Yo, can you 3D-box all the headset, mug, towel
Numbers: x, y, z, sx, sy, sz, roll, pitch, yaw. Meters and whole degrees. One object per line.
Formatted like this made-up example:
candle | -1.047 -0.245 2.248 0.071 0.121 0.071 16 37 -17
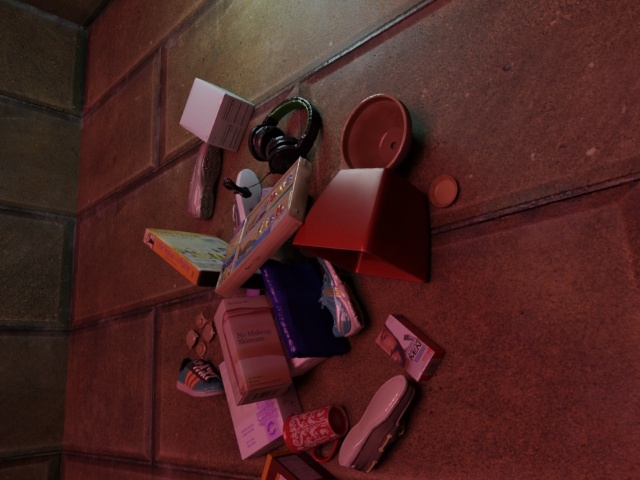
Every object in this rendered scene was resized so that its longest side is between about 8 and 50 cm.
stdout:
headset | -0.169 -0.316 1.813 0.243 0.185 0.394 39 99 43
mug | 0.001 0.548 1.547 0.169 0.150 0.113 -31 24 33
towel | -0.056 0.202 1.563 0.076 0.228 0.308 -43 55 32

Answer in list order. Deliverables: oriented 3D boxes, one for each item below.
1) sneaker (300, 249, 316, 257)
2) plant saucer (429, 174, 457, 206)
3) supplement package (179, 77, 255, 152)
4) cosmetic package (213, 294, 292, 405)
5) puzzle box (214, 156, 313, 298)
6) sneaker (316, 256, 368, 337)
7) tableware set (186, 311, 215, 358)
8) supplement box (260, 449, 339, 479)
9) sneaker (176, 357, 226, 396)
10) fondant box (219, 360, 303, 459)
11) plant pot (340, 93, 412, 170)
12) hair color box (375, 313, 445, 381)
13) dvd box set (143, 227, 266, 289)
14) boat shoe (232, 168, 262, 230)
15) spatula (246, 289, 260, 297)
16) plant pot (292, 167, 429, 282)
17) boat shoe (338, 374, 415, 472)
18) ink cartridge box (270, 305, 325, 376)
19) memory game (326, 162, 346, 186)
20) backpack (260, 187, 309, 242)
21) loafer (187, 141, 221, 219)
sneaker | 0.000 0.000 1.683 0.158 0.061 0.065 -31 34 37
plant saucer | 0.322 -0.127 1.392 0.083 0.015 0.083 -12 74 45
supplement package | -0.415 -0.500 2.132 0.262 0.145 0.204 36 108 43
cosmetic package | -0.208 0.326 1.620 0.129 0.153 0.296 -59 45 47
puzzle box | -0.169 -0.036 1.598 0.409 0.052 0.272 -43 25 36
sneaker | 0.036 0.149 1.550 0.110 0.107 0.275 -32 59 19
tableware set | -0.471 0.373 2.107 0.141 0.020 0.168 43 112 39
supplement box | -0.071 0.740 1.543 0.194 0.129 0.191 22 98 46
sneaker | -0.445 0.504 1.990 0.302 0.108 0.121 -4 83 47
fondant box | -0.195 0.502 1.743 0.238 0.096 0.330 -43 56 32
plant pot | 0.177 -0.279 1.504 0.237 0.110 0.237 -11 75 45
hair color box | 0.228 0.274 1.383 0.167 0.053 0.093 40 111 44
dvd box set | -0.395 0.062 1.884 0.420 0.308 0.062 27 104 44
boat shoe | -0.275 -0.106 1.945 0.102 0.108 0.301 -16 78 41
spatula | -0.272 0.286 1.911 0.084 0.030 0.296 30 104 46
plant pot | 0.132 -0.049 1.417 0.267 0.267 0.235 4 74 46
boat shoe | 0.160 0.478 1.387 0.305 0.091 0.109 -58 10 18
ink cartridge box | -0.075 0.292 1.663 0.158 0.092 0.217 -42 54 34
memory game | 0.084 -0.154 1.645 0.186 0.012 0.186 -12 73 44
backpack | -0.130 -0.083 1.778 0.158 0.117 0.173 12 94 47
loafer | -0.481 -0.245 2.174 0.111 0.112 0.319 11 90 38
